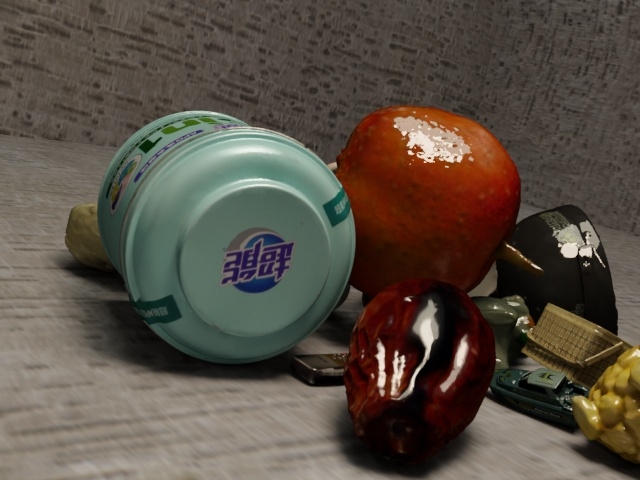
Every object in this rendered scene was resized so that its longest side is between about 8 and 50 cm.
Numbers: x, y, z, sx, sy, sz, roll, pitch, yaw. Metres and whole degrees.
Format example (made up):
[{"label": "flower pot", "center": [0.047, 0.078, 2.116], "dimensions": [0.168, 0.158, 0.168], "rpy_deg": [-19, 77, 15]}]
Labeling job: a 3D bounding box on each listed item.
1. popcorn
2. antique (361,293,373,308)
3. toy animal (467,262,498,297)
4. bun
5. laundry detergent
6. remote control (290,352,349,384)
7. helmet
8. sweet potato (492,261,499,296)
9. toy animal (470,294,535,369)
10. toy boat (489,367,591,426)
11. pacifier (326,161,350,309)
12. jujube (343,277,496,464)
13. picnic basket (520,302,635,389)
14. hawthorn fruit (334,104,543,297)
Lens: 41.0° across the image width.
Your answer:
[{"label": "popcorn", "center": [0.380, 0.190, 0.975], "dimensions": [0.140, 0.163, 0.194], "rpy_deg": [41, -9, 26]}, {"label": "antique", "center": [0.116, 0.085, 1.350], "dimensions": [0.104, 0.104, 0.104], "rpy_deg": [11, 10, -2]}, {"label": "toy animal", "center": [0.189, 0.051, 1.454], "dimensions": [0.193, 0.128, 0.178], "rpy_deg": [24, 3, 38]}, {"label": "bun", "center": [-0.292, -0.005, 1.350], "dimensions": [0.209, 0.116, 0.237], "rpy_deg": [-1, 3, -5]}, {"label": "laundry detergent", "center": [-0.122, -0.010, 1.089], "dimensions": [0.287, 0.287, 0.305], "rpy_deg": [7, 10, -22]}, {"label": "remote control", "center": [0.061, 0.160, 1.089], "dimensions": [0.212, 0.028, 0.059], "rpy_deg": [5, 8, -34]}, {"label": "helmet", "center": [0.380, 0.072, 1.433], "dimensions": [0.160, 0.231, 0.279], "rpy_deg": [-7, 34, 0]}, {"label": "sweet potato", "center": [0.301, 0.040, 1.743], "dimensions": [0.422, 0.131, 0.130], "rpy_deg": [10, 9, 27]}, {"label": "toy animal", "center": [0.259, 0.126, 1.258], "dimensions": [0.138, 0.108, 0.236], "rpy_deg": [13, 10, 20]}, {"label": "toy boat", "center": [0.267, 0.189, 1.076], "dimensions": [0.141, 0.060, 0.055], "rpy_deg": [13, 33, 37]}, {"label": "pacifier", "center": [-0.031, -0.014, 1.407], "dimensions": [0.332, 0.221, 0.273], "rpy_deg": [-13, 16, -9]}, {"label": "jujube", "center": [0.103, 0.140, 0.910], "dimensions": [0.168, 0.168, 0.236], "rpy_deg": [13, 28, 11]}, {"label": "picnic basket", "center": [0.364, 0.158, 1.145], "dimensions": [0.164, 0.079, 0.115], "rpy_deg": [28, 2, -30]}, {"label": "hawthorn fruit", "center": [0.162, -0.030, 1.200], "dimensions": [0.330, 0.287, 0.287], "rpy_deg": [28, 16, 21]}]
